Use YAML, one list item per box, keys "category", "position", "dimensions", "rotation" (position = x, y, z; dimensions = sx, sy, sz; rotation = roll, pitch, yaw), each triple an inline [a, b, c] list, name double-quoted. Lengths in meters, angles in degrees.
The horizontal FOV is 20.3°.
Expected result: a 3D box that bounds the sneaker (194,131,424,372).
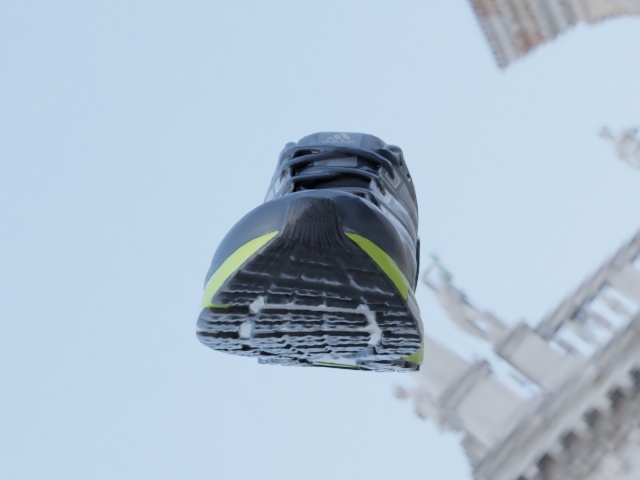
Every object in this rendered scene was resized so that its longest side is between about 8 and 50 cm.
- category: "sneaker"
  position: [0.000, 0.000, 0.900]
  dimensions: [0.111, 0.300, 0.121]
  rotation: [1, -97, 2]
